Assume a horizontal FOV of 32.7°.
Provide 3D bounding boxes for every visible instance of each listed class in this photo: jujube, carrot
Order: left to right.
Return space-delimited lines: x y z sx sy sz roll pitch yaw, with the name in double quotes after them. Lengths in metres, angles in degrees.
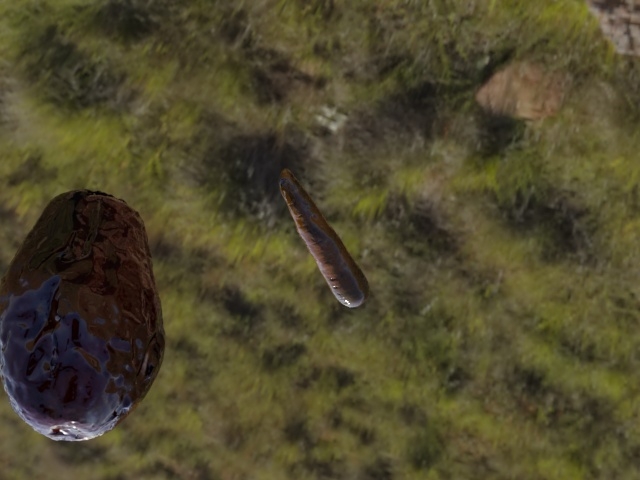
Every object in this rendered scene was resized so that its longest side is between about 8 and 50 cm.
-0.272 0.084 1.256 0.197 0.290 0.197 1 150 0 "jujube"
0.000 0.000 1.272 0.047 0.047 0.191 -14 120 38 "carrot"
